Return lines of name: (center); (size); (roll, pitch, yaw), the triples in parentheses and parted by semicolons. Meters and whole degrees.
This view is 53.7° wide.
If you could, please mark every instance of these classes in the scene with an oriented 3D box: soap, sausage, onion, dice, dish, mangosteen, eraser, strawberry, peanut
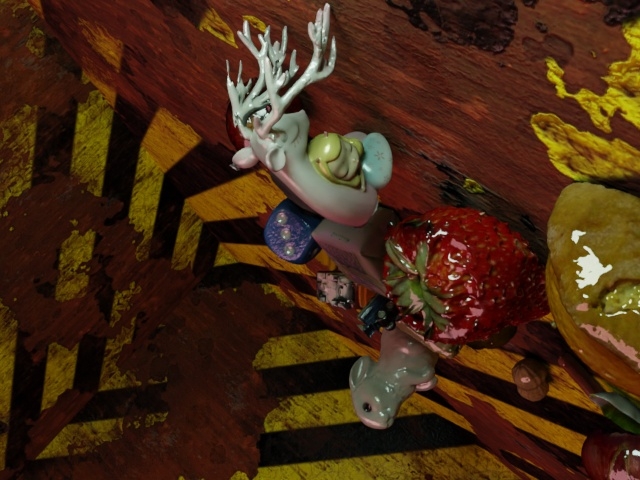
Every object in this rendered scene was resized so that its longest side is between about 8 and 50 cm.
soap: (0.112, 0.015, 1.456); (0.182, 0.138, 0.199); (49, 165, -33)
sausage: (0.547, 0.288, 1.321); (0.147, 0.030, 0.035); (46, 164, -17)
onion: (0.640, 0.454, 1.237); (0.247, 0.162, 0.248); (5, 177, 0)
dice: (-0.058, -0.028, 1.708); (0.146, 0.146, 0.143); (36, -154, 16)
dish: (0.611, 0.340, 1.282); (0.137, 0.039, 0.091); (39, 164, -5)
mangosteen: (-0.109, -0.242, 1.256); (0.166, 0.166, 0.180); (44, -167, -10)
eraser: (0.000, 0.000, 1.892); (0.158, 0.069, 0.226); (41, 168, 14)
strawberry: (0.250, 0.053, 1.085); (0.261, 0.257, 0.261); (45, 146, 43)
peanut: (0.502, 0.335, 1.509); (0.082, 0.082, 0.187); (31, 164, 39)

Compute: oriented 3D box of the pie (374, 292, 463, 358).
pie: (0.265, 0.194, 1.631); (0.282, 0.129, 0.068); (31, 175, 30)

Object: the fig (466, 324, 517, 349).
fig: (0.322, 0.150, 1.330); (0.184, 0.127, 0.133); (40, -179, -8)

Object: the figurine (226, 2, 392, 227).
figurine: (-0.025, -0.198, 1.037); (0.206, 0.285, 0.315); (16, 178, 42)

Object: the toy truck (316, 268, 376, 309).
toy truck: (0.085, 0.147, 1.951); (0.135, 0.114, 0.270); (-1, -177, -25)

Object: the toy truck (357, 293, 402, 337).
toy truck: (0.174, 0.157, 1.601); (0.088, 0.202, 0.074); (34, 169, 41)

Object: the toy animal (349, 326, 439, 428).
toy animal: (0.210, 0.363, 1.828); (0.257, 0.357, 0.194); (36, 168, 29)

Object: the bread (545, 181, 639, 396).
bread: (0.401, 0.091, 0.777); (0.340, 0.179, 0.194); (38, 167, 19)

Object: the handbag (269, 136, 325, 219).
handbag: (-0.052, -0.163, 1.526); (0.191, 0.075, 0.332); (35, 163, 13)
